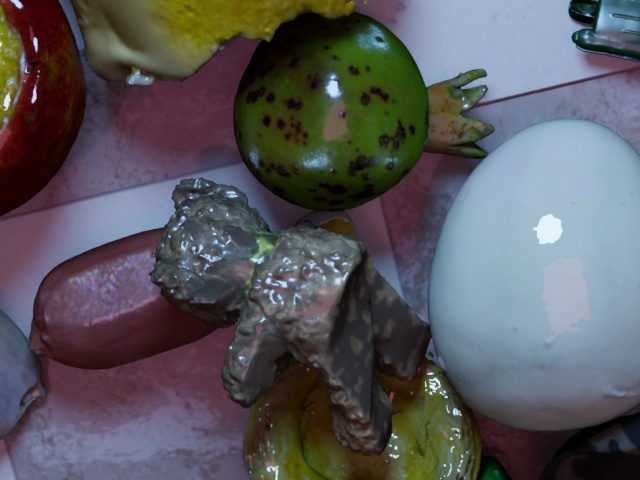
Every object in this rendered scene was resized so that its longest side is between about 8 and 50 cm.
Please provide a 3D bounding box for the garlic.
[{"bbox_3d":[-0.438,0.157,1.846,0.228,0.110,0.217,-4,96,1],"label":"garlic"}]

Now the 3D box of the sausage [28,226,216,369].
[{"bbox_3d":[-0.211,0.064,1.810,0.254,0.148,0.148,-24,99,3],"label":"sausage"}]

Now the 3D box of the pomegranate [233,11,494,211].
[{"bbox_3d":[0.049,-0.136,1.726,0.286,0.231,0.231,5,100,0],"label":"pomegranate"}]

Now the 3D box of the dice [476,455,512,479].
[{"bbox_3d":[0.181,0.336,1.862,0.128,0.120,0.131,-30,100,5],"label":"dice"}]

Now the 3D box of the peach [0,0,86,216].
[{"bbox_3d":[-0.444,-0.171,1.689,0.406,0.310,0.335,-5,95,8],"label":"peach"}]

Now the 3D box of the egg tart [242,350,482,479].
[{"bbox_3d":[0.044,0.241,1.808,0.288,0.118,0.288,5,56,-7],"label":"egg tart"}]

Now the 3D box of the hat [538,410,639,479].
[{"bbox_3d":[0.463,0.258,1.850,0.382,0.257,0.366,-35,128,-29],"label":"hat"}]

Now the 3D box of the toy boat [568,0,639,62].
[{"bbox_3d":[0.380,-0.241,1.785,0.210,0.052,0.104,11,74,3],"label":"toy boat"}]

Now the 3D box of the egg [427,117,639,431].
[{"bbox_3d":[0.254,0.041,1.729,0.283,0.283,0.345,-1,100,1],"label":"egg"}]

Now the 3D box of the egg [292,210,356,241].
[{"bbox_3d":[0.000,0.000,1.830,0.083,0.071,0.071,-17,99,2],"label":"egg"}]

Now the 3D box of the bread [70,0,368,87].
[{"bbox_3d":[-0.111,-0.363,1.584,0.361,0.250,0.394,-28,132,-9],"label":"bread"}]

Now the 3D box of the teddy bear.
[{"bbox_3d":[-0.039,0.085,1.713,0.222,0.246,0.296,3,139,29],"label":"teddy bear"}]
